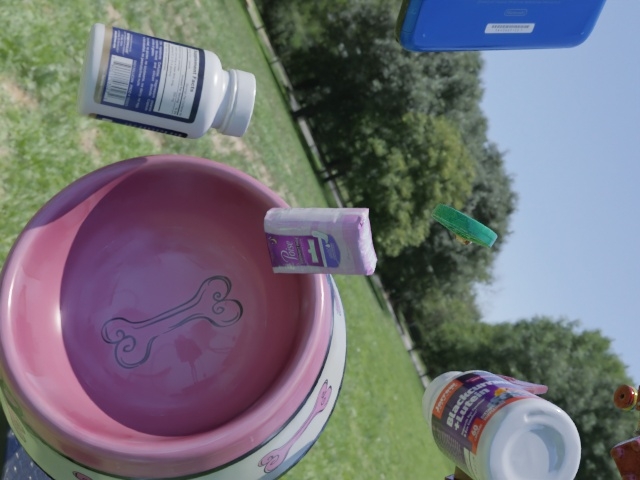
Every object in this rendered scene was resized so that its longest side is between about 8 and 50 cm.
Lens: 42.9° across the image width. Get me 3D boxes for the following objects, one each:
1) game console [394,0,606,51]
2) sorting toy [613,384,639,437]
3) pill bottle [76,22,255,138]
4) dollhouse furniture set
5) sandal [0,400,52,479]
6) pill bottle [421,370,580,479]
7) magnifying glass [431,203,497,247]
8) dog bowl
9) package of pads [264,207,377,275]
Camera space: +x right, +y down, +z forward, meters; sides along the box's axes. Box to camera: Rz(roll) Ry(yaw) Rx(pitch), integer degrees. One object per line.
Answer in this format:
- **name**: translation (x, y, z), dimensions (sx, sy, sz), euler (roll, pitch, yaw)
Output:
- **game console**: translation (0.205, -0.371, 0.947), dimensions (0.173, 0.293, 0.250), euler (57, -36, 40)
- **sorting toy**: translation (0.591, 0.307, 1.395), dimensions (0.274, 0.046, 0.132), euler (-27, -137, 65)
- **pill bottle**: translation (-0.157, -0.157, 0.835), dimensions (0.094, 0.169, 0.094), euler (-170, -90, -69)
- **dollhouse furniture set**: translation (0.412, 0.366, 1.379), dimensions (0.152, 0.374, 0.201), euler (12, 89, -55)
- **sandal**: translation (-0.448, 0.412, 1.106), dimensions (0.445, 0.107, 0.167), euler (-97, 164, -53)
- **pill bottle**: translation (0.180, 0.200, 0.870), dimensions (0.108, 0.108, 0.193), euler (66, -12, -10)
- **magnifying glass**: translation (0.204, -0.014, 1.161), dimensions (0.092, 0.026, 0.231), euler (29, 2, 11)
- **dog bowl**: translation (-0.166, 0.085, 0.896), dimensions (0.150, 0.408, 0.408), euler (99, -28, -64)
- **package of pads**: translation (0.000, 0.000, 0.628), dimensions (0.032, 0.083, 0.050), euler (-60, 146, -53)
